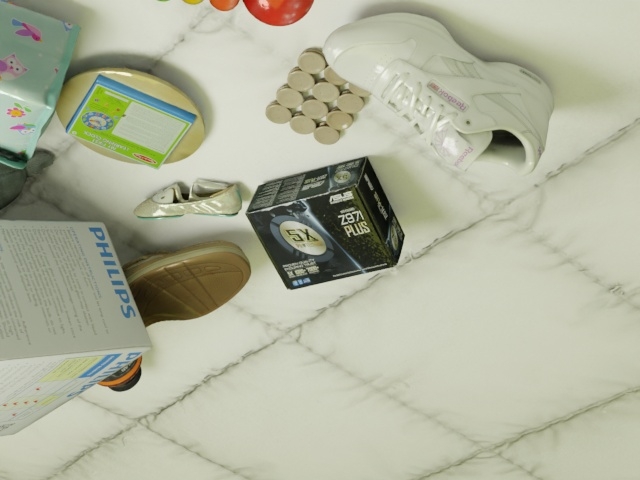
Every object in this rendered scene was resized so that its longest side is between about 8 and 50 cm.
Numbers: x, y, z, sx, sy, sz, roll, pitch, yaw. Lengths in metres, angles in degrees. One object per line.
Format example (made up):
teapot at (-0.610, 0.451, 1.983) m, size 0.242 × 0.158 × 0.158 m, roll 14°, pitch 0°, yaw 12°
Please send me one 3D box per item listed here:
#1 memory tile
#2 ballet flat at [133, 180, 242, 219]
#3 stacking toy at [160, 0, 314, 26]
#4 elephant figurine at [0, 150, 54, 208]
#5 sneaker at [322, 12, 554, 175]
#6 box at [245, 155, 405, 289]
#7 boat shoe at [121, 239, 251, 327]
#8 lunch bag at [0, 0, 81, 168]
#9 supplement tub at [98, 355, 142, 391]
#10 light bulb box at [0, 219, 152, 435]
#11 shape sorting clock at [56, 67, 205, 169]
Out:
memory tile at (0.000, -0.188, 1.540) m, size 0.113 × 0.012 × 0.148 m, roll 22°, pitch 140°, yaw -15°
ballet flat at (-0.198, -0.063, 1.725) m, size 0.168 × 0.057 × 0.052 m, roll -2°, pitch 113°, yaw 10°
stacking toy at (-0.162, -0.322, 1.317) m, size 0.330 × 0.141 × 0.141 m, roll 14°, pitch 143°, yaw -12°
elephant figurine at (-0.546, -0.057, 1.719) m, size 0.186 × 0.169 × 0.239 m, roll 34°, pitch 132°, yaw -7°
sneaker at (0.146, -0.175, 1.411) m, size 0.305 × 0.152 × 0.114 m, roll 19°, pitch 144°, yaw -10°
box at (0.009, -0.022, 1.664) m, size 0.180 × 0.077 × 0.147 m, roll -13°, pitch 121°, yaw 24°
boat shoe at (-0.259, 0.064, 1.845) m, size 0.341 × 0.110 × 0.121 m, roll -21°, pitch 128°, yaw 23°
lunch bag at (-0.456, -0.202, 1.511) m, size 0.223 × 0.160 × 0.262 m, roll 20°, pitch 153°, yaw -18°
supplement tub at (-0.375, 0.186, 2.028) m, size 0.106 × 0.106 × 0.198 m, roll -1°, pitch 143°, yaw 14°
light bulb box at (-0.516, 0.143, 1.706) m, size 0.358 × 0.225 × 0.361 m, roll -32°, pitch 163°, yaw 29°
shape sorting clock at (-0.261, -0.169, 1.599) m, size 0.206 × 0.040 × 0.206 m, roll 4°, pitch 144°, yaw 3°
